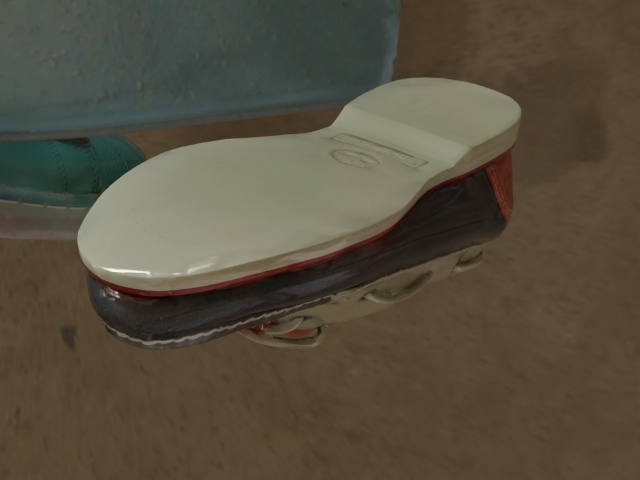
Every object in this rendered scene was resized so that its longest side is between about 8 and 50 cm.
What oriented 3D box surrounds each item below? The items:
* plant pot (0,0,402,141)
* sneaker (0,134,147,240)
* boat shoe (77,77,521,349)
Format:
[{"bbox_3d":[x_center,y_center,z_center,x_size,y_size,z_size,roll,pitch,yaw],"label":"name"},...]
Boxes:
[{"bbox_3d":[-0.139,-0.170,0.579,0.252,0.247,0.248,-18,126,-31],"label":"plant pot"},{"bbox_3d":[-0.201,-0.074,0.778,0.302,0.108,0.121,11,92,-34],"label":"sneaker"},{"bbox_3d":[0.000,0.000,0.373,0.049,0.137,0.043,24,117,26],"label":"boat shoe"}]
